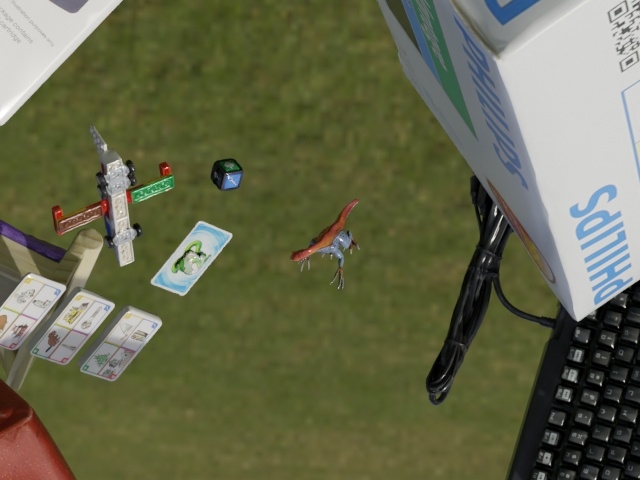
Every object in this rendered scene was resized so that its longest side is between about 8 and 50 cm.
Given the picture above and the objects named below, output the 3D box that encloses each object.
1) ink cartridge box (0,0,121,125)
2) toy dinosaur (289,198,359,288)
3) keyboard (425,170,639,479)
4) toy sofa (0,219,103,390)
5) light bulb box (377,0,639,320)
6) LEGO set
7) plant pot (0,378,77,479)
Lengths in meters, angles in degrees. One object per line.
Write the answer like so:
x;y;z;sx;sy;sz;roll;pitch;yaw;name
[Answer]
-0.194;-0.199;1.346;0.100;0.237;0.172;48;166;-23;ink cartridge box
0.000;0.000;1.736;0.047;0.090;0.082;-1;170;20;toy dinosaur
0.163;0.057;1.233;0.201;0.317;0.033;15;172;21;keyboard
-0.398;-0.026;1.911;0.362;0.177;0.150;27;139;-2;toy sofa
0.212;-0.191;1.072;0.361;0.225;0.358;-32;154;-1;light bulb box
-0.180;0.005;1.748;0.182;0.244;0.060;24;-159;-50;LEGO set
-0.326;0.213;1.506;0.267;0.236;0.267;-28;-135;-31;plant pot
